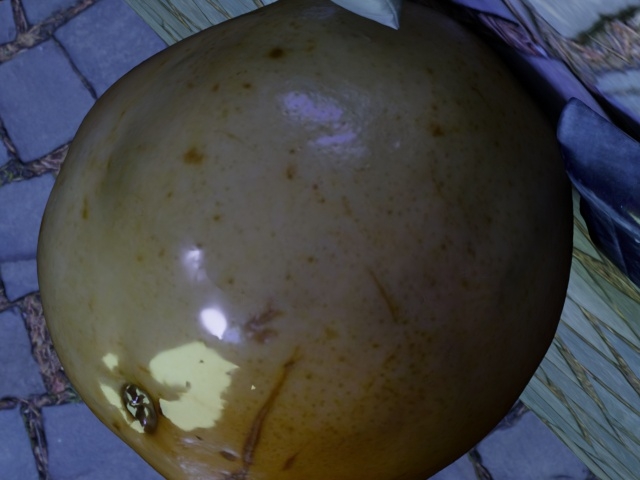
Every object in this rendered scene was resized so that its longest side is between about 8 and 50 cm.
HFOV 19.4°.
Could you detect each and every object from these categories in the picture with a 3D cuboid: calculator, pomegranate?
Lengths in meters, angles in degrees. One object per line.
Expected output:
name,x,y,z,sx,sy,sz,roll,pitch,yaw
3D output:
calculator,0.223,0.038,0.929,0.268,0.040,0.177,39,176,22
pomegranate,0.000,0.000,1.052,0.319,0.319,0.319,45,176,4

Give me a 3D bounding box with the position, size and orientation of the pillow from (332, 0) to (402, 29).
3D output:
pillow,-0.015,-0.176,0.826,0.144,0.078,0.254,44,174,9
